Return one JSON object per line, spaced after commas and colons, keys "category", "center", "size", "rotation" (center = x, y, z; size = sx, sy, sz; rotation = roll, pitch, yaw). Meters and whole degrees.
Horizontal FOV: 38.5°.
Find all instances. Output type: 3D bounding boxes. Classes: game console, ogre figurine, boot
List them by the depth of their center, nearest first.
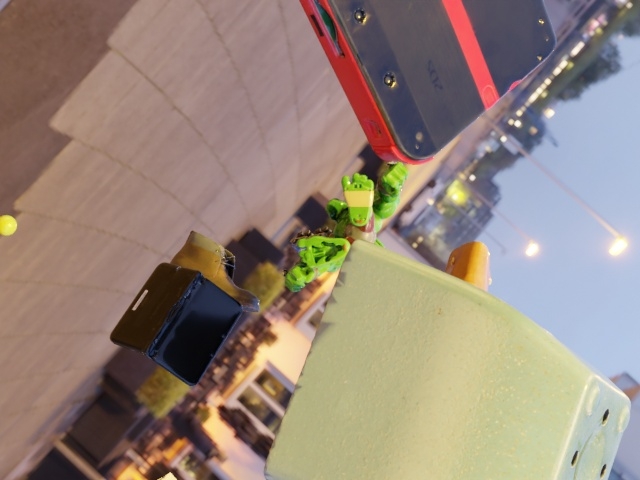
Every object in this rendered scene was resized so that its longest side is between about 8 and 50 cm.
{"category": "game console", "center": [-0.177, 0.101, 1.126], "size": [0.122, 0.107, 0.071], "rotation": [-59, 140, -25]}
{"category": "ogre figurine", "center": [0.039, -0.014, 1.154], "size": [0.197, 0.096, 0.118], "rotation": [-66, 166, 3]}
{"category": "game console", "center": [0.144, -0.327, 1.218], "size": [0.342, 0.387, 0.060], "rotation": [-42, -148, -21]}
{"category": "boot", "center": [0.195, 0.095, 1.284], "size": [0.295, 0.104, 0.211], "rotation": [105, 4, -74]}
{"category": "boot", "center": [-0.181, 0.053, 1.621], "size": [0.082, 0.219, 0.106], "rotation": [38, 73, -56]}

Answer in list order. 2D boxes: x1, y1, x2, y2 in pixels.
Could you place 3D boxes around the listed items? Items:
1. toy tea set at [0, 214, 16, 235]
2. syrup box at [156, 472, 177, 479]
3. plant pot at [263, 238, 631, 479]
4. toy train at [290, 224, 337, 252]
{"category": "toy tea set", "center": [-0.454, -0.007, 0.832], "size": [0.200, 0.336, 0.124], "rotation": [-61, -178, -5]}
{"category": "syrup box", "center": [-0.286, 0.516, 1.582], "size": [0.093, 0.096, 0.237], "rotation": [-24, 148, -39]}
{"category": "plant pot", "center": [0.145, 0.174, 0.887], "size": [0.248, 0.252, 0.247], "rotation": [31, 78, -52]}
{"category": "toy train", "center": [0.000, 0.000, 1.411], "size": [0.158, 0.027, 0.036], "rotation": [-10, -135, 58]}
